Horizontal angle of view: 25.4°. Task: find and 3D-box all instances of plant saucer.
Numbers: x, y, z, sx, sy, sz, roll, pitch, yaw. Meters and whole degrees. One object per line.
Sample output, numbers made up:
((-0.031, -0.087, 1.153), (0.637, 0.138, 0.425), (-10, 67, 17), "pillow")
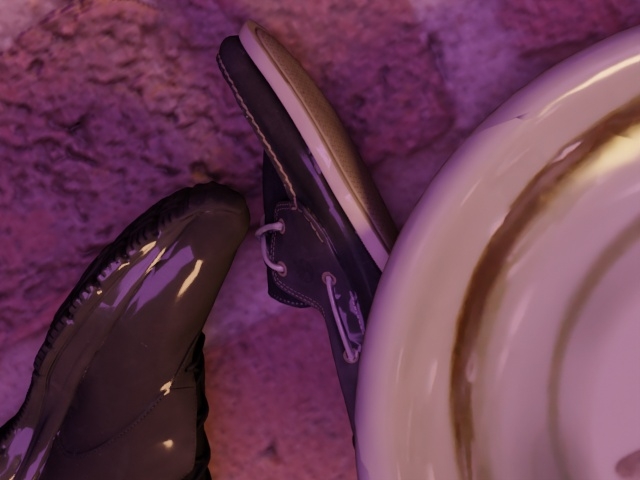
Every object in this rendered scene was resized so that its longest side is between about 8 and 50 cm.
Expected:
((0.219, 0.088, 0.660), (0.400, 0.100, 0.400), (-3, 75, 10), "plant saucer")

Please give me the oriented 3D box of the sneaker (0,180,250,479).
((-0.102, 0.097, 0.761), (0.130, 0.109, 0.286), (31, 112, -3), "sneaker")

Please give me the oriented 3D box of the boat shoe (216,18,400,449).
((0.000, 0.000, 0.728), (0.079, 0.084, 0.233), (-25, 98, 12), "boat shoe")
